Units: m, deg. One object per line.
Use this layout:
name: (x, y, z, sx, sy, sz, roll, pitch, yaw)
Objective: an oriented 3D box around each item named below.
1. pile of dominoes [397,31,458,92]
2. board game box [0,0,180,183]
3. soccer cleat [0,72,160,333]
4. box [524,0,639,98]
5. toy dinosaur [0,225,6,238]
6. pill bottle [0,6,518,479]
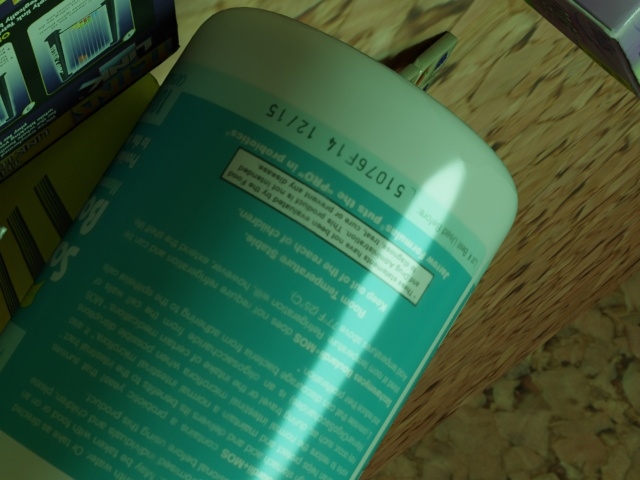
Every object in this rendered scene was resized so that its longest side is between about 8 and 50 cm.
pile of dominoes: (0.000, 0.000, 1.029, 0.251, 0.040, 0.196, -43, 167, -52)
board game box: (-0.130, -0.060, 0.601, 0.170, 0.048, 0.141, -38, 169, -13)
soccer cleat: (-0.112, 0.038, 0.799, 0.093, 0.121, 0.289, -28, 158, -42)
box: (0.183, -0.203, 0.807, 0.243, 0.117, 0.213, -49, 168, 8)
toy dinosaur: (-0.245, 0.024, 0.399, 0.313, 0.121, 0.160, 19, 84, -34)
pill bottle: (-0.048, 0.054, 0.667, 0.264, 0.146, 0.146, -58, 169, -8)
